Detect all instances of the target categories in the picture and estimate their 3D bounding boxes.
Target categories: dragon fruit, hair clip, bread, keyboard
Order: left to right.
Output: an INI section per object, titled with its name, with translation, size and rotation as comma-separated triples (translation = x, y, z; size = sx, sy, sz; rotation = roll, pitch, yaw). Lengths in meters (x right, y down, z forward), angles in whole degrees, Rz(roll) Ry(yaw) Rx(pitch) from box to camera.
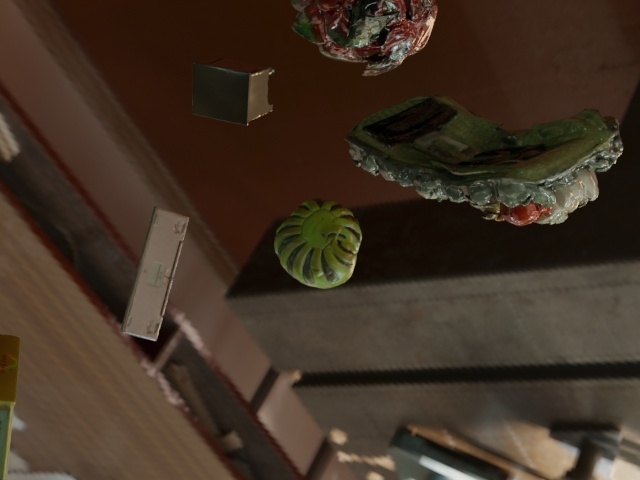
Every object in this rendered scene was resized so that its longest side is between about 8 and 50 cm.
[keyboard]
translation = -0.211, 0.043, 1.492
size = 0.055, 0.165, 0.017
rotation = 19, 172, -33
[bread]
translation = 0.000, 0.000, 1.717
size = 0.130, 0.139, 0.071
rotation = 28, 151, 14
[dragon fruit]
translation = 0.047, -0.281, 1.321
size = 0.189, 0.182, 0.182
rotation = 31, 148, 35
[hair clip]
translation = 0.145, -0.068, 1.080
size = 0.321, 0.138, 0.091
rotation = 24, 141, 62

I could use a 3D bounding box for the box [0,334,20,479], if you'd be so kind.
[box]
translation = -0.326, 0.248, 1.148
size = 0.041, 0.153, 0.278
rotation = 6, 107, -15

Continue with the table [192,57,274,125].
[table]
translation = -0.111, -0.199, 1.531
size = 0.083, 0.082, 0.070
rotation = 13, 113, 23
